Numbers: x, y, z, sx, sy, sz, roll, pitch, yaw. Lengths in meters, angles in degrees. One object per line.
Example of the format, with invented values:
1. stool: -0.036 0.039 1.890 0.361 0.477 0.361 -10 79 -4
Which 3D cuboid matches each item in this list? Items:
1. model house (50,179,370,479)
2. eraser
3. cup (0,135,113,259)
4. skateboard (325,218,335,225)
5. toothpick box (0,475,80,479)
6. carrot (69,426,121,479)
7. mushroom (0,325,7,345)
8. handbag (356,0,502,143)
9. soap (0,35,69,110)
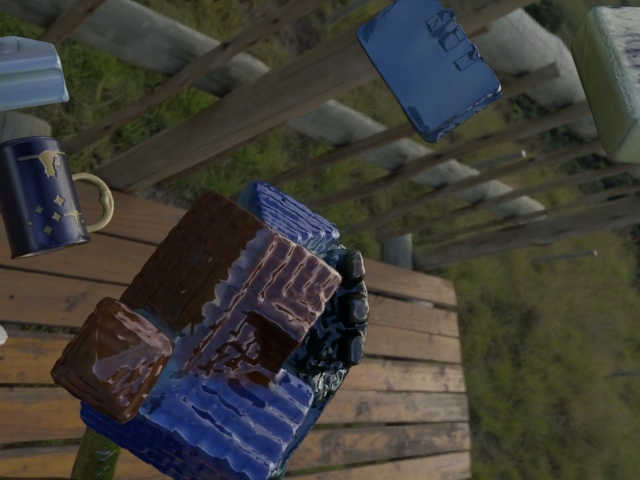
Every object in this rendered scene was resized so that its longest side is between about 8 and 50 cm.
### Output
1. model house: -0.080 0.093 0.588 0.252 0.329 0.294 36 86 4
2. eraser: 0.315 -0.148 0.580 0.058 0.117 0.172 93 0 -53
3. cup: -0.640 -0.102 1.460 0.255 0.179 0.256 -17 93 -78
4. skateboard: 0.000 0.000 1.021 0.083 0.032 0.064 -67 165 18
5. toothpick box: -0.357 0.291 0.602 0.192 0.295 0.191 7 90 -73
6. carrot: -0.340 0.346 0.939 0.074 0.358 0.074 17 29 -10
7. mushroom: -0.805 0.165 1.135 0.137 0.408 0.154 -106 -175 -66
8. handbag: 0.164 -0.274 0.950 0.221 0.144 0.057 62 17 17
9. soap: -0.635 -0.303 1.137 0.290 0.173 0.095 -16 130 -22
